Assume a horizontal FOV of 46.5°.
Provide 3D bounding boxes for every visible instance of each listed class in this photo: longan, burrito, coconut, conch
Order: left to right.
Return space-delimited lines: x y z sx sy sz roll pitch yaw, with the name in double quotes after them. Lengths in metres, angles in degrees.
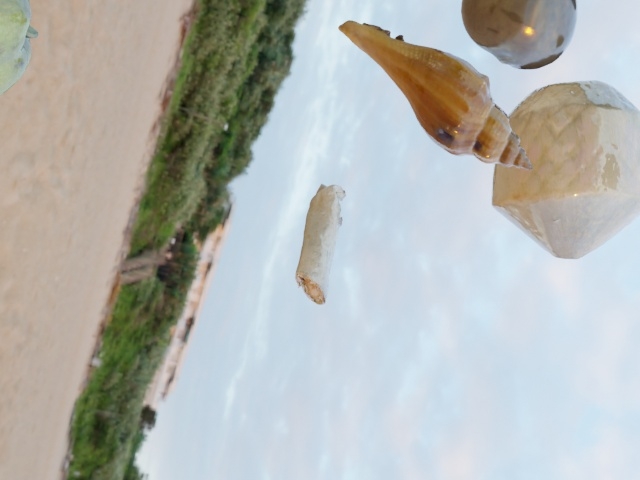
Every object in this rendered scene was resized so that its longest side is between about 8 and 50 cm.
0.000 0.000 1.385 0.087 0.060 0.226 37 62 -59 "burrito"
0.152 -0.194 1.012 0.093 0.330 0.109 -54 177 -28 "conch"
0.374 -0.427 1.383 0.197 0.220 0.196 -52 -178 2 "longan"
0.585 -0.158 1.764 0.415 0.344 0.416 -177 -90 -83 "coconut"

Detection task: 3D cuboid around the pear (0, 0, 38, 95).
-0.501 -0.261 0.872 0.269 0.320 0.269 -179 -90 -79 "pear"
